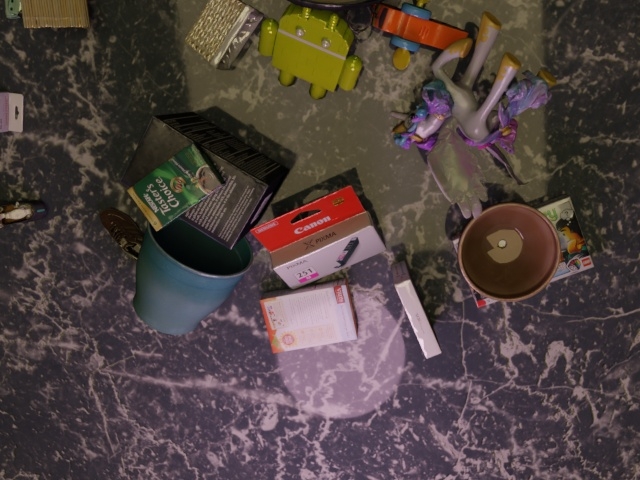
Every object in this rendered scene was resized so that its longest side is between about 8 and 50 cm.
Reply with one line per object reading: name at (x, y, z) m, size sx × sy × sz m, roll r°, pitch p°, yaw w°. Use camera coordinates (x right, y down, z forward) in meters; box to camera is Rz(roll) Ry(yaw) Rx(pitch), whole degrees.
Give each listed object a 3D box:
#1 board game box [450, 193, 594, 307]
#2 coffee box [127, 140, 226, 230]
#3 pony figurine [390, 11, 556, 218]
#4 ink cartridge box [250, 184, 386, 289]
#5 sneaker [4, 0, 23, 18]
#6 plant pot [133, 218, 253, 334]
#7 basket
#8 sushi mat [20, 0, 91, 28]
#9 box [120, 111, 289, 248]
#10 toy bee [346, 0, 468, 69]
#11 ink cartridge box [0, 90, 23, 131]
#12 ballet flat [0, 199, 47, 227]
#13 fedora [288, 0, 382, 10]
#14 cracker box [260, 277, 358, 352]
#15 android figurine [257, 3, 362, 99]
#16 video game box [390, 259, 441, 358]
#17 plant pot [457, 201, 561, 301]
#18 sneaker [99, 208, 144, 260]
board game box at (0.507, 0.028, 1.691) m, size 0.305 × 0.053 × 0.193 m, roll -22°, pitch 100°, yaw 10°
coffee box at (-0.306, -0.114, 1.426) m, size 0.184 × 0.040 × 0.113 m, roll -32°, pitch 97°, yaw 12°
pony figurine at (0.347, -0.269, 1.522) m, size 0.351 × 0.303 × 0.363 m, roll 51°, pitch 132°, yaw 14°
ink cartridge box at (0.000, 0.000, 1.652) m, size 0.275 × 0.239 × 0.060 m, roll -24°, pitch 56°, yaw 10°
sneaker at (-0.767, -0.627, 1.618) m, size 0.256 × 0.094 × 0.151 m, roll 29°, pitch 97°, yaw -5°
plant pot at (-0.343, 0.090, 1.683) m, size 0.272 × 0.271 × 0.255 m, roll 29°, pitch 118°, yaw -2°
basket at (-0.232, -0.506, 1.598) m, size 0.103 × 0.113 × 0.167 m, roll 37°, pitch 104°, yaw 0°
sushi mat at (-0.642, -0.658, 1.584) m, size 0.151 × 0.019 × 0.316 m, roll -8°, pitch 91°, yaw -16°
box at (-0.262, -0.153, 1.587) m, size 0.294 × 0.296 × 0.182 m, roll 32°, pitch 104°, yaw -1°
toy bee at (0.189, -0.518, 1.551) m, size 0.298 × 0.162 × 0.195 m, roll 29°, pitch 108°, yaw -31°
ink cartridge box at (-0.864, -0.336, 1.717) m, size 0.180 × 0.060 × 0.104 m, roll 8°, pitch 103°, yaw 3°
ballet flat at (-0.831, -0.070, 1.773) m, size 0.203 × 0.074 × 0.074 m, roll -8°, pitch 103°, yaw 7°
fedora at (0.040, -0.625, 1.428) m, size 0.334 × 0.334 × 0.152 m, roll 4°, pitch 134°, yaw 4°
cracker box at (-0.028, 0.199, 1.770) m, size 0.232 × 0.067 × 0.155 m, roll -10°, pitch 103°, yaw 8°
android figurine at (-0.021, -0.435, 1.534) m, size 0.248 × 0.273 × 0.056 m, roll 24°, pitch 63°, yaw -2°
video game box at (0.237, 0.167, 1.679) m, size 0.048 × 0.187 × 0.205 m, roll -23°, pitch 101°, yaw 10°
plant pot at (0.445, 0.020, 1.611) m, size 0.237 × 0.110 × 0.237 m, roll 1°, pitch 101°, yaw 5°
sneaker at (-0.508, -0.011, 1.758) m, size 0.188 × 0.071 × 0.066 m, roll 42°, pitch 103°, yaw -6°
